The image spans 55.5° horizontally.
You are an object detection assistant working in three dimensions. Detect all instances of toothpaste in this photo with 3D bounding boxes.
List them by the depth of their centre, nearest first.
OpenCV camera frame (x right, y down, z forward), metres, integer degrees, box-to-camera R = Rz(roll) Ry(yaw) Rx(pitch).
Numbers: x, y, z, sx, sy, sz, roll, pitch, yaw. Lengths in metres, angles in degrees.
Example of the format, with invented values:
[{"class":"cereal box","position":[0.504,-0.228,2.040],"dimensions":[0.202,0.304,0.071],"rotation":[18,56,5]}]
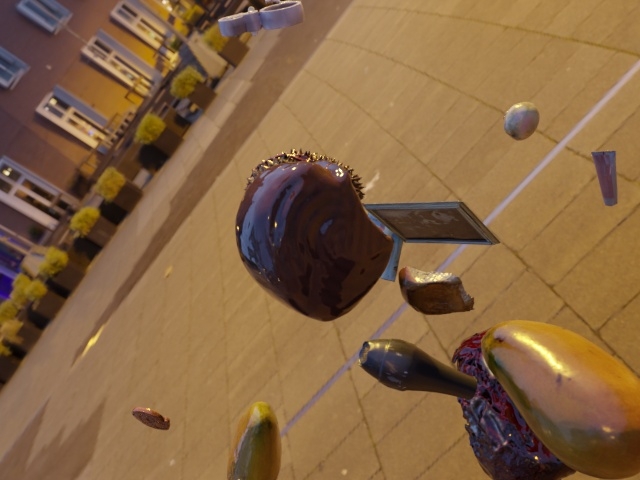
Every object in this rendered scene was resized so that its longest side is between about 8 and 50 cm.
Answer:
[{"class":"toothpaste","position":[0.854,-0.187,1.815],"dimensions":[0.067,0.194,0.043],"rotation":[3,45,36]}]

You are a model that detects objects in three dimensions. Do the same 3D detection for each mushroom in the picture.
[{"class":"mushroom","position":[0.421,-0.253,1.284],"dimensions":[0.083,0.084,0.067],"rotation":[-52,53,9]}]

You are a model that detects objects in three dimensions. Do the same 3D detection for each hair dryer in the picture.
[{"class":"hair dryer","position":[0.161,0.255,1.221],"dimensions":[0.272,0.236,0.091],"rotation":[155,134,-73]}]

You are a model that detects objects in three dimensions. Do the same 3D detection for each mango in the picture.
[{"class":"mango","position":[0.412,0.249,1.020],"dimensions":[0.317,0.211,0.172],"rotation":[47,131,40]},{"class":"mango","position":[-0.142,0.461,1.337],"dimensions":[0.176,0.119,0.316],"rotation":[-84,3,-49]}]

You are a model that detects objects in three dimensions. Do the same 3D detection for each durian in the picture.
[{"class":"durian","position":[-0.057,-0.119,1.828],"dimensions":[0.348,0.384,0.347],"rotation":[-16,66,39]}]

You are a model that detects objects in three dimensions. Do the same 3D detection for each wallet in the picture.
[{"class":"wallet","position":[0.213,0.003,2.054],"dimensions":[0.176,0.075,0.250],"rotation":[14,93,54]}]

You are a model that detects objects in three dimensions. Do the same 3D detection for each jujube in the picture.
[{"class":"jujube","position":[0.441,0.374,1.351],"dimensions":[0.258,0.258,0.376],"rotation":[-31,72,46]}]

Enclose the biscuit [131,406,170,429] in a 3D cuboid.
[{"class":"biscuit","position":[-0.336,0.360,1.220],"dimensions":[0.078,0.091,0.015],"rotation":[0,52,24]}]

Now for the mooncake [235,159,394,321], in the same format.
[{"class":"mooncake","position":[0.000,0.000,1.235],"dimensions":[0.174,0.334,0.325],"rotation":[16,112,61]}]

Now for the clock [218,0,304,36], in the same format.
[{"class":"clock","position":[-0.089,-0.337,0.925],"dimensions":[0.129,0.041,0.087],"rotation":[-11,30,3]}]

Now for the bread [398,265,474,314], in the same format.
[{"class":"bread","position":[0.195,0.094,1.055],"dimensions":[0.126,0.129,0.044],"rotation":[0,53,31]}]

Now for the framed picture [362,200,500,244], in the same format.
[{"class":"framed picture","position":[0.283,-0.038,1.573],"dimensions":[0.296,0.232,0.019],"rotation":[0,65,42]}]
